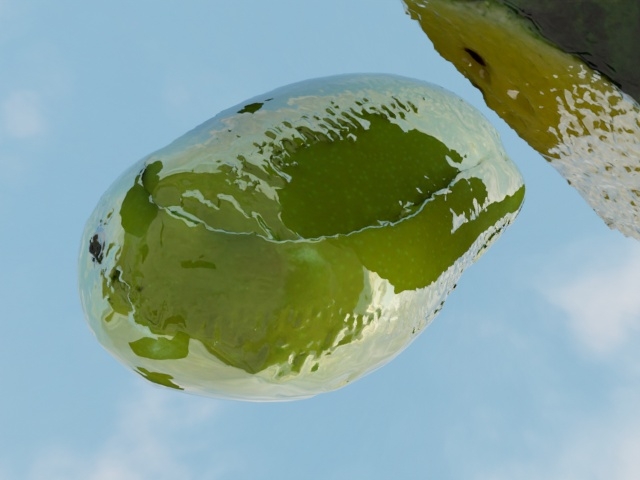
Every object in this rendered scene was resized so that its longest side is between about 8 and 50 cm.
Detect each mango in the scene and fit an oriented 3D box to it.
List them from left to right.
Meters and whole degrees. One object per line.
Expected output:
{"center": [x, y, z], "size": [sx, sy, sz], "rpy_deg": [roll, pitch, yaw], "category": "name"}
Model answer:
{"center": [0.000, 0.000, 0.459], "size": [0.091, 0.165, 0.074], "rpy_deg": [48, -49, 23], "category": "mango"}

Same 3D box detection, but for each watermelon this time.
{"center": [0.103, -0.023, 0.437], "size": [0.092, 0.075, 0.181], "rpy_deg": [-29, -57, 29], "category": "watermelon"}
